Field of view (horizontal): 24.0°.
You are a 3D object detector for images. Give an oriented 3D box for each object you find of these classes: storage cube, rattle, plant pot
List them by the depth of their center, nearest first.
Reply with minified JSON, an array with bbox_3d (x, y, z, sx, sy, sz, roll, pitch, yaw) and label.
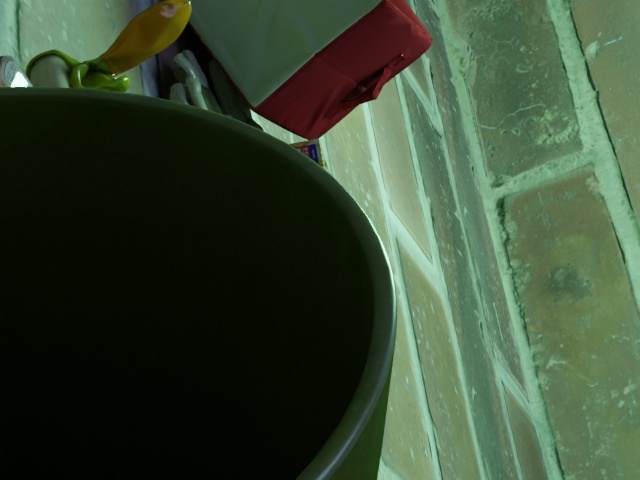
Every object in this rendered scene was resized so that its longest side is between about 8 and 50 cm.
[{"bbox_3d":[-0.107,0.142,0.498,0.275,0.274,0.294,-86,173,-56],"label":"plant pot"},{"bbox_3d":[-0.139,-0.071,1.147,0.130,0.142,0.200,87,-16,-48],"label":"rattle"},{"bbox_3d":[-0.021,-0.244,1.610,0.215,0.183,0.193,55,11,16],"label":"storage cube"}]

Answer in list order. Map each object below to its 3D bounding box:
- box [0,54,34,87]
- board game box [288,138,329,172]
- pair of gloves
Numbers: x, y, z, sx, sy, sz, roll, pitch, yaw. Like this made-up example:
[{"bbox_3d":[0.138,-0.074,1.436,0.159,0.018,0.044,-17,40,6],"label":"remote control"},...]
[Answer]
[{"bbox_3d":[-0.205,0.061,0.748,0.300,0.154,0.142,-91,156,-51],"label":"box"},{"bbox_3d":[0.000,0.000,1.622,0.147,0.045,0.194,65,15,-81],"label":"board game box"},{"bbox_3d":[-0.091,-0.093,1.539,0.204,0.042,0.240,65,10,1],"label":"pair of gloves"}]
